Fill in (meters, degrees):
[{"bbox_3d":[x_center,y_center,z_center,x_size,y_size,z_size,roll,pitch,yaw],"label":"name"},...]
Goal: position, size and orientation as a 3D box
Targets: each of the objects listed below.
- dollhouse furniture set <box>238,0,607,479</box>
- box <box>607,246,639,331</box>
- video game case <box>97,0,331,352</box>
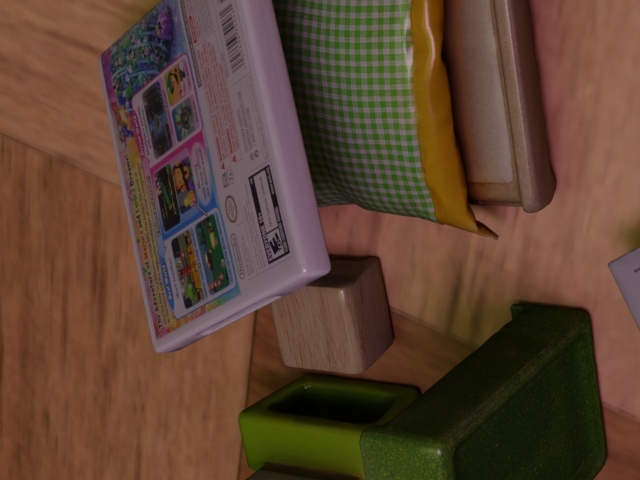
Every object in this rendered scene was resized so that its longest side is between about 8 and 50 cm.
[{"bbox_3d":[0.000,0.000,0.774,0.197,0.151,0.302,4,115,35],"label":"dollhouse furniture set"},{"bbox_3d":[0.213,0.065,0.686,0.145,0.038,0.186,-33,80,53],"label":"box"},{"bbox_3d":[-0.054,-0.040,0.778,0.143,0.019,0.157,-29,70,53],"label":"video game case"}]
